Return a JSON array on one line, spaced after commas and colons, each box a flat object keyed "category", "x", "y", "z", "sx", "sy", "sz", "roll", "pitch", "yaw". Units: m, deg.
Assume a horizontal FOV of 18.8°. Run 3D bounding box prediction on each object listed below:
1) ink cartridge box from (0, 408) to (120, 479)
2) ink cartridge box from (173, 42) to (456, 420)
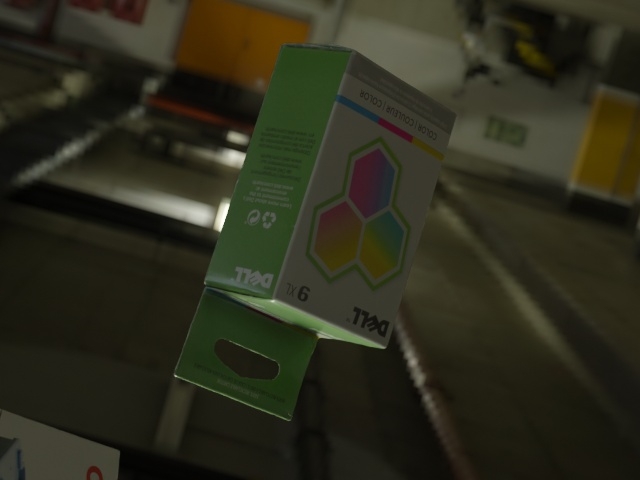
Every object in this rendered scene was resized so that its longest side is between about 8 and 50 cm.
[{"category": "ink cartridge box", "x": -0.196, "y": 0.150, "z": 0.950, "sx": 0.082, "sy": 0.139, "sz": 0.191, "roll": -20, "pitch": 148, "yaw": 38}, {"category": "ink cartridge box", "x": 0.000, "y": 0.000, "z": 1.145, "sx": 0.062, "sy": 0.209, "sz": 0.109, "roll": 11, "pitch": 169, "yaw": 42}]
